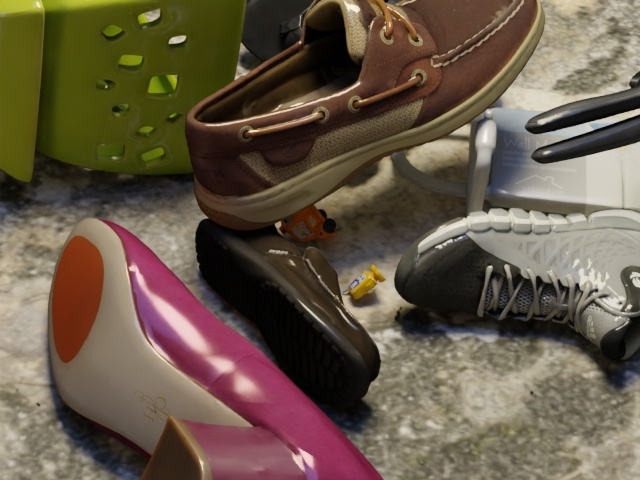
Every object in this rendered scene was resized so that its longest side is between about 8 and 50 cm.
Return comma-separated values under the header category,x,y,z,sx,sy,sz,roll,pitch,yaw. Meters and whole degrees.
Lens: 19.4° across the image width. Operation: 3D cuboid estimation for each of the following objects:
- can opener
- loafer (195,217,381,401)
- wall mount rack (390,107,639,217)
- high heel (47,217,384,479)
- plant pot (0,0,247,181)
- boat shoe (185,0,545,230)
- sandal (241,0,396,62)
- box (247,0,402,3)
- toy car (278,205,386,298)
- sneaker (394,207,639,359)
category,x,y,z,sx,sy,sz,roll,pitch,yaw
can opener,0.250,-0.101,1.503,0.186,0.059,0.073,-24,5,-17
loafer,-0.014,0.039,1.451,0.078,0.080,0.220,-21,45,-27
wall mount rack,0.241,-0.138,1.633,0.350,0.130,0.304,6,47,1
high heel,-0.080,0.110,1.374,0.181,0.127,0.377,16,26,-33
plant pot,-0.204,-0.191,1.577,0.207,0.227,0.228,-12,52,-23
boat shoe,0.036,-0.143,1.499,0.342,0.123,0.123,-31,42,-18
sandal,0.047,-0.187,1.717,0.255,0.054,0.097,13,85,11
box,0.036,-0.252,1.836,0.220,0.051,0.175,14,40,12
toy car,0.000,0.000,1.524,0.040,0.060,0.122,-40,41,-1
sneaker,0.181,0.042,1.464,0.229,0.086,0.132,-8,43,-16
